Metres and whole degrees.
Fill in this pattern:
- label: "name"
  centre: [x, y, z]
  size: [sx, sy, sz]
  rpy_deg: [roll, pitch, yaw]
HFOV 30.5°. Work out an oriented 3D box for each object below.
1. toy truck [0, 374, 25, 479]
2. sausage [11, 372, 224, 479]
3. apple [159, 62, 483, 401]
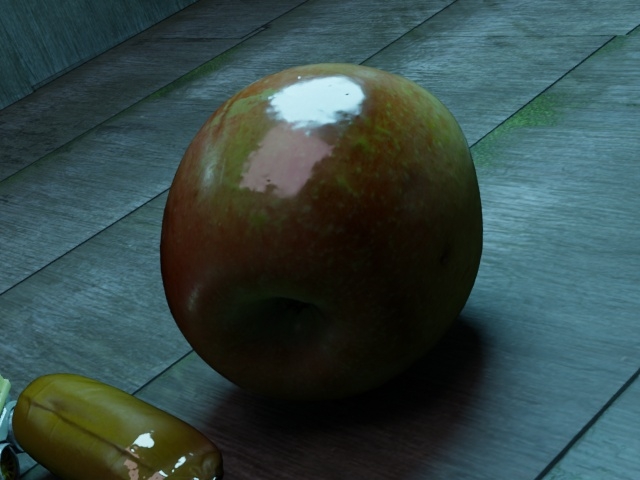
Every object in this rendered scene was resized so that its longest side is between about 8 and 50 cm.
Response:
- label: "toy truck"
  centre: [-0.384, 0.219, 1.130]
  size: [0.124, 0.157, 0.272]
  rpy_deg: [-13, 34, 15]
- label: "sausage"
  centre: [-0.181, 0.198, 1.098]
  size: [0.112, 0.112, 0.328]
  rpy_deg: [-36, 28, -30]
- label: "apple"
  centre: [0.000, 0.000, 1.126]
  size: [0.319, 0.319, 0.277]
  rpy_deg: [-14, 42, 15]
